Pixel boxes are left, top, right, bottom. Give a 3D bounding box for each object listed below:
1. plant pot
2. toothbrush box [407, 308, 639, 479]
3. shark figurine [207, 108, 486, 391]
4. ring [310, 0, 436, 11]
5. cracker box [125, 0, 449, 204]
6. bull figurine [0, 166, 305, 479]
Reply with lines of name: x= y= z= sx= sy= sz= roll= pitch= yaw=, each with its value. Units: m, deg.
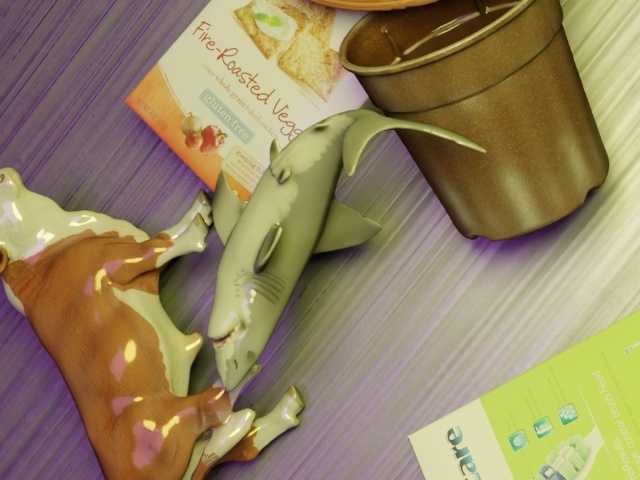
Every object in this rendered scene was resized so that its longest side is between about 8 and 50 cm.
plant pot: x=0.122 y=-0.099 z=1.329 sx=0.167 sy=0.167 sz=0.165 roll=-21 pitch=113 yaw=17
toothbrush box: x=0.236 y=0.142 z=1.249 sx=0.283 sy=0.206 sz=0.122 roll=-29 pitch=60 yaw=15
shark figurine: x=0.009 y=-0.028 z=1.345 sx=0.278 sy=0.116 sz=0.166 roll=-53 pitch=33 yaw=37
ring: x=0.081 y=-0.319 z=1.381 sx=0.336 sy=0.032 sz=0.336 roll=-14 pitch=55 yaw=22
cracker box: x=-0.021 y=-0.141 z=1.453 sx=0.156 sy=0.067 sz=0.232 roll=45 pitch=99 yaw=17
bull figurine: x=-0.152 y=0.064 z=1.461 sx=0.188 sy=0.101 sz=0.310 roll=-28 pitch=81 yaw=9
